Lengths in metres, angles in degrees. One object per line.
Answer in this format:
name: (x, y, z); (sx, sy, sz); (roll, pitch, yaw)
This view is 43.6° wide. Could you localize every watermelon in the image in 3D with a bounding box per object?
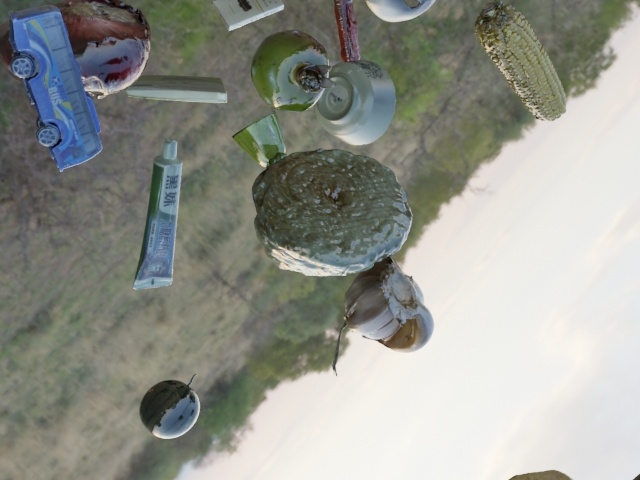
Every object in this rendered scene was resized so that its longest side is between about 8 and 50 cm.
watermelon: (-0.270, 0.301, 1.480); (0.133, 0.105, 0.105); (-49, 178, -13)

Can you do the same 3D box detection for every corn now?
corn: (0.441, -0.385, 1.736); (0.115, 0.318, 0.115); (-31, -146, 24)

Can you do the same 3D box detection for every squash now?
squash: (-0.100, -0.178, 1.604); (0.105, 0.132, 0.105); (-31, -176, 2)

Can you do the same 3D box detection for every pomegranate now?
pomegranate: (-0.039, -0.271, 1.256); (0.129, 0.129, 0.159); (-48, -163, -27)

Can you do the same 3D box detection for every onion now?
onion: (-0.443, -0.328, 1.447); (0.272, 0.272, 0.195); (-47, 149, -45)

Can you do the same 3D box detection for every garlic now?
garlic: (0.114, 0.156, 1.631); (0.256, 0.207, 0.207); (-44, 176, -24)

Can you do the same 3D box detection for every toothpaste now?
toothpaste: (-0.366, -0.052, 1.839); (0.098, 0.061, 0.392); (-5, 123, -31)

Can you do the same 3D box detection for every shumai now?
shumai: (0.000, 0.000, 1.535); (0.263, 0.309, 0.304); (114, -17, -47)

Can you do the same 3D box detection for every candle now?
candle: (0.067, -0.549, 2.053); (0.059, 0.302, 0.084); (-4, -165, 24)

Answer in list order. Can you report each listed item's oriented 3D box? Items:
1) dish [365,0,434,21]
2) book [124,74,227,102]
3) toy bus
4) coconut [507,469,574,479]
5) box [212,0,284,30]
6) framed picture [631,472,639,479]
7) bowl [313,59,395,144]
dish: (0.243, -0.725, 2.058); (0.324, 0.124, 0.324); (-18, 117, -41)
book: (-0.362, -0.388, 2.023); (0.352, 0.239, 0.035); (-118, -150, -71)
toy bus: (-0.394, -0.225, 1.189); (0.094, 0.237, 0.079); (-17, -150, -10)
coconut: (0.458, 0.586, 1.632); (0.197, 0.237, 0.237); (2, -143, 39)
box: (-0.190, -0.622, 2.116); (0.167, 0.090, 0.024); (-27, 166, -18)
framed picture: (0.738, 0.500, 1.696); (0.289, 0.016, 0.213); (-37, 173, -7)
bowl: (0.066, -0.338, 1.924); (0.211, 0.211, 0.112); (-50, 154, 25)
